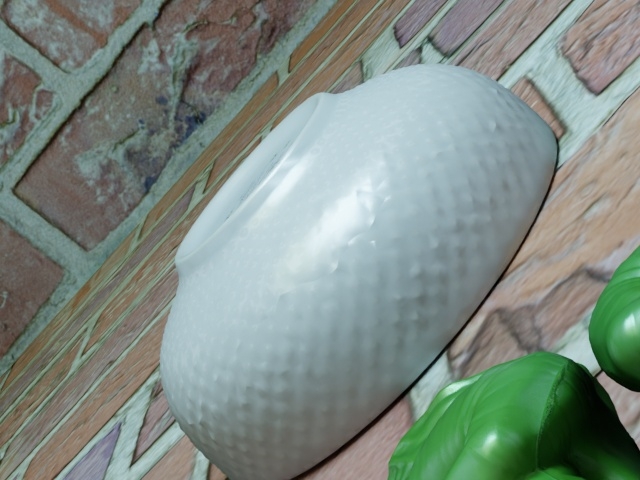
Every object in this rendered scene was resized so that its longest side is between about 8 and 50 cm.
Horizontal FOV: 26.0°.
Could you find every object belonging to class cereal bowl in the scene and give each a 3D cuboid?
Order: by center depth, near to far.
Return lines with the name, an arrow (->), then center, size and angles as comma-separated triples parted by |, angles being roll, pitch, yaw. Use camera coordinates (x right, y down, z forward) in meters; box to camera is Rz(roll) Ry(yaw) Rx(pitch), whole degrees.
cereal bowl -> 0.000, 0.000, 0.980 | 0.339, 0.141, 0.339 | -47, 11, 11

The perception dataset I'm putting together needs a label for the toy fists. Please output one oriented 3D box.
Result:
toy fists -> 0.111, 0.061, 0.479 | 0.279, 0.096, 0.142 | -44, 14, 19
